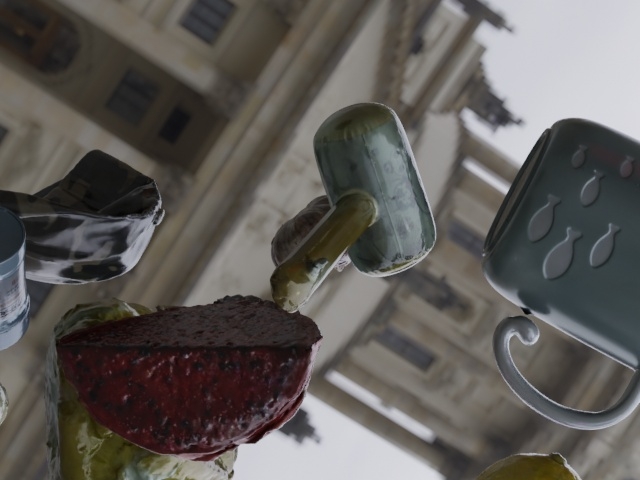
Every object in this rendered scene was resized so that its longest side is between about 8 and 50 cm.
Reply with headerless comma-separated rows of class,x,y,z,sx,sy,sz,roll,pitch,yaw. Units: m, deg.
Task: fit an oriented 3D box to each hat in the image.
hat,-0.405,0.027,2.225,0.382,0.257,0.366,-54,171,24

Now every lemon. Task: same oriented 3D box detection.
lemon,0.323,0.471,2.541,0.288,0.233,0.233,-68,-164,-2

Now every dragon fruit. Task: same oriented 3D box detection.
dragon fruit,-0.131,0.164,1.905,0.205,0.316,0.152,-48,135,-69

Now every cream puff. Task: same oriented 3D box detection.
cream puff,-0.257,0.266,2.317,0.378,0.275,0.378,178,-90,-77

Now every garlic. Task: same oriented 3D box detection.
garlic,0.000,0.000,2.226,0.147,0.102,0.159,-33,-176,10

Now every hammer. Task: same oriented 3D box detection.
hammer,0.021,-0.015,1.758,0.113,0.202,0.305,-11,-159,32

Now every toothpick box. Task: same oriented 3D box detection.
toothpick box,-0.388,0.044,1.849,0.153,0.101,0.101,97,8,-48

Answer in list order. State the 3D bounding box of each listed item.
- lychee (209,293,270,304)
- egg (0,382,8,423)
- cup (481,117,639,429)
lychee,-0.097,0.163,2.087,0.165,0.197,0.165,-21,-159,8
egg,-0.413,0.196,1.946,0.071,0.071,0.083,-53,-161,16
cup,0.333,0.045,1.954,0.357,0.274,0.259,-61,179,-7
